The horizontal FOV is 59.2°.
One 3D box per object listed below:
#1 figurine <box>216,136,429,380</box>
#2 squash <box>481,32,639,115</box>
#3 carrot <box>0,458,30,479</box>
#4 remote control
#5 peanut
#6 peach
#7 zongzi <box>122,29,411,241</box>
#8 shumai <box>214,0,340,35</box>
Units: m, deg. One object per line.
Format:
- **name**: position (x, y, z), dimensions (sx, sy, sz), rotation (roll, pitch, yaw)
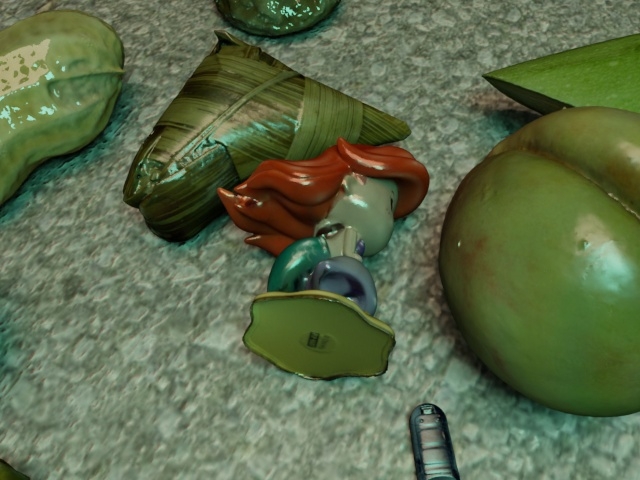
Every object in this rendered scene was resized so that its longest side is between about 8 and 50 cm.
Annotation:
- **figurine**: position (0.004, -0.005, 0.607), dimensions (0.209, 0.181, 0.256), rotation (-14, 45, 29)
- **squash**: position (0.336, -0.139, 0.673), dimensions (0.261, 0.189, 0.189), rotation (-6, 51, 37)
- **carrot**: position (-0.334, 0.288, 0.488), dimensions (0.087, 0.087, 0.193), rotation (22, 59, 16)
- **remote control**: position (0.112, 0.231, 0.533), dimensions (0.044, 0.027, 0.152), rotation (-4, 59, -4)
- **peanut**: position (-0.401, -0.176, 0.745), dimensions (0.340, 0.174, 0.158), rotation (-40, 29, -20)
- **peach**: position (0.255, 0.014, 0.542), dimensions (0.293, 0.247, 0.292), rotation (-20, 43, 20)
- **zongzi**: position (-0.062, -0.100, 0.702), dimensions (0.289, 0.134, 0.285), rotation (23, 68, 8)
- **shumai**: position (-0.084, -0.470, 0.888), dimensions (0.272, 0.203, 0.222), rotation (40, 69, 20)
